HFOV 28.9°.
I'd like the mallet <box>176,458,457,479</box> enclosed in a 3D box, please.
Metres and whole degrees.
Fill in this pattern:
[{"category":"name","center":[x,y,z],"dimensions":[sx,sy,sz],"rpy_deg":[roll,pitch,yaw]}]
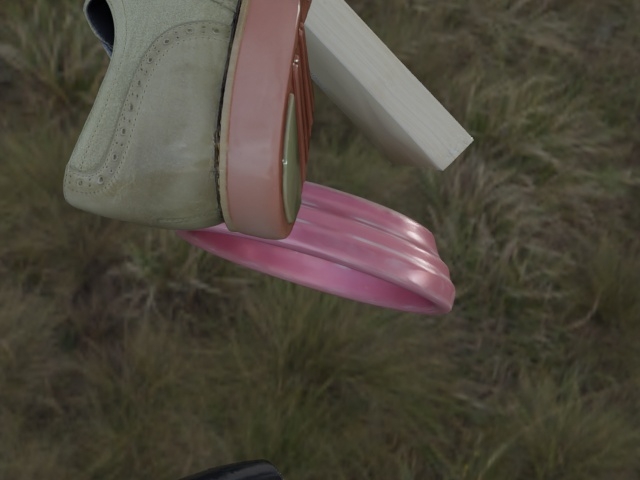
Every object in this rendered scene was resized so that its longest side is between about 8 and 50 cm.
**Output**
[{"category":"mallet","center":[-0.013,0.114,0.526],"dimensions":[0.062,0.189,0.039],"rpy_deg":[-10,85,-30]}]

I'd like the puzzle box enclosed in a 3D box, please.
[{"category":"puzzle box","center":[-0.009,-0.245,1.429],"dimensions":[0.409,0.052,0.272],"rpy_deg":[46,-2,-10]}]

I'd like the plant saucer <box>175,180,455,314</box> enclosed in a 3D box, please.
[{"category":"plant saucer","center":[0.000,0.000,1.427],"dimensions":[0.332,0.332,0.084],"rpy_deg":[16,82,10]}]

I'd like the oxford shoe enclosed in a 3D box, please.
[{"category":"oxford shoe","center":[-0.074,-0.183,0.781],"dimensions":[0.146,0.140,0.397],"rpy_deg":[1,54,5]}]
